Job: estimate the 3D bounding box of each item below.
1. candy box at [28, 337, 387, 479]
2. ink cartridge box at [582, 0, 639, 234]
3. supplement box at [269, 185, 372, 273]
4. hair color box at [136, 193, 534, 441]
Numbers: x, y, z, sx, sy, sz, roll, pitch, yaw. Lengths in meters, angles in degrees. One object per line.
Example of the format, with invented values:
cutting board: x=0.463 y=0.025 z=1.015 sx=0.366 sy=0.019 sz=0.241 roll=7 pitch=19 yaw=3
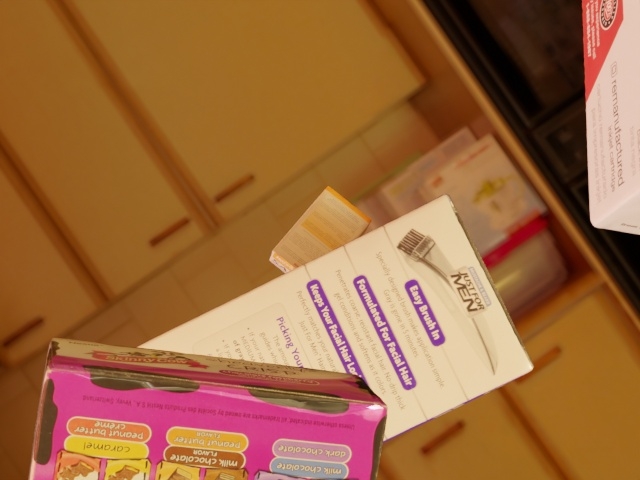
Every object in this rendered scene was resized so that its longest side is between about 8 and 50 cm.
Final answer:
candy box: x=-0.068 y=0.174 z=0.586 sx=0.159 sy=0.233 sz=0.071 roll=9 pitch=5 yaw=-12
ink cartridge box: x=0.275 y=-0.135 z=0.750 sx=0.114 sy=0.197 sz=0.273 roll=9 pitch=-22 yaw=-15
supplement box: x=0.000 y=0.000 z=1.299 sx=0.098 sy=0.062 sz=0.036 roll=-49 pitch=-5 yaw=-19
hair color box: x=0.015 y=0.115 z=1.180 sx=0.339 sy=0.185 sz=0.110 roll=-26 pitch=-10 yaw=7
